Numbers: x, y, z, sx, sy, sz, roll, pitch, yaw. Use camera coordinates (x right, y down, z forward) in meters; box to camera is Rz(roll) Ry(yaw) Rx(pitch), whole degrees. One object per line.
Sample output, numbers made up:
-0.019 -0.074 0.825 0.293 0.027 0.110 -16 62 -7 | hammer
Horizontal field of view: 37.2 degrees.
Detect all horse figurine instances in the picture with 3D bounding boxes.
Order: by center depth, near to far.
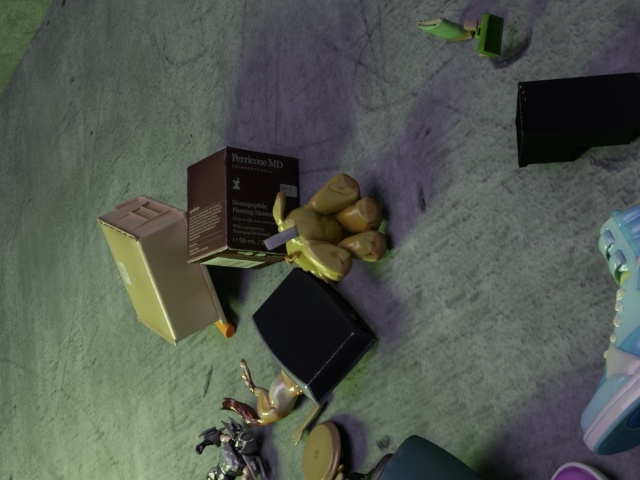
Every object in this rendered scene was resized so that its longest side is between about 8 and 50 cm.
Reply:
-0.083 0.268 1.804 0.263 0.066 0.174 -52 54 25 | horse figurine

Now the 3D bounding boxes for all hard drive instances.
-0.024 0.160 1.703 0.172 0.054 0.254 -49 41 3 | hard drive

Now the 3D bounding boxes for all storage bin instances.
-0.348 0.059 2.038 0.260 0.123 0.262 20 133 56 | storage bin

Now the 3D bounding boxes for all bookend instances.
0.340 -0.156 1.256 0.157 0.156 0.072 -3 78 10 | bookend

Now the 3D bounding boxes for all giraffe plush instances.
0.000 0.000 1.678 0.170 0.210 0.181 106 153 -73 | giraffe plush

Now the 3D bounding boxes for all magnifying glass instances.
-0.247 0.148 2.105 0.231 0.026 0.092 40 116 50 | magnifying glass

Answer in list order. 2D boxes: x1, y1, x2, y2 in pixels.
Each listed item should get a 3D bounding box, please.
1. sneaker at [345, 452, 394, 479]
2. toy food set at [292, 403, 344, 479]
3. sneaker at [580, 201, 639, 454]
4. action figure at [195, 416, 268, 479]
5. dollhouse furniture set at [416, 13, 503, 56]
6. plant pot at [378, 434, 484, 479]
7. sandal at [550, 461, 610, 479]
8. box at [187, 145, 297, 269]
0.072 0.407 1.575 0.089 0.051 0.170 38 118 46 | sneaker
0.008 0.386 1.690 0.132 0.038 0.192 -58 30 29 | toy food set
0.381 0.085 1.131 0.319 0.127 0.208 -56 44 19 | sneaker
-0.201 0.483 1.919 0.285 0.099 0.185 -60 35 24 | action figure
0.219 -0.311 1.472 0.151 0.076 0.059 8 90 55 | dollhouse furniture set
0.167 0.434 1.281 0.195 0.290 0.290 18 100 21 | plant pot
0.300 0.490 1.189 0.169 0.102 0.416 8 90 55 | sandal
-0.156 -0.059 1.883 0.167 0.168 0.203 -18 70 54 | box
